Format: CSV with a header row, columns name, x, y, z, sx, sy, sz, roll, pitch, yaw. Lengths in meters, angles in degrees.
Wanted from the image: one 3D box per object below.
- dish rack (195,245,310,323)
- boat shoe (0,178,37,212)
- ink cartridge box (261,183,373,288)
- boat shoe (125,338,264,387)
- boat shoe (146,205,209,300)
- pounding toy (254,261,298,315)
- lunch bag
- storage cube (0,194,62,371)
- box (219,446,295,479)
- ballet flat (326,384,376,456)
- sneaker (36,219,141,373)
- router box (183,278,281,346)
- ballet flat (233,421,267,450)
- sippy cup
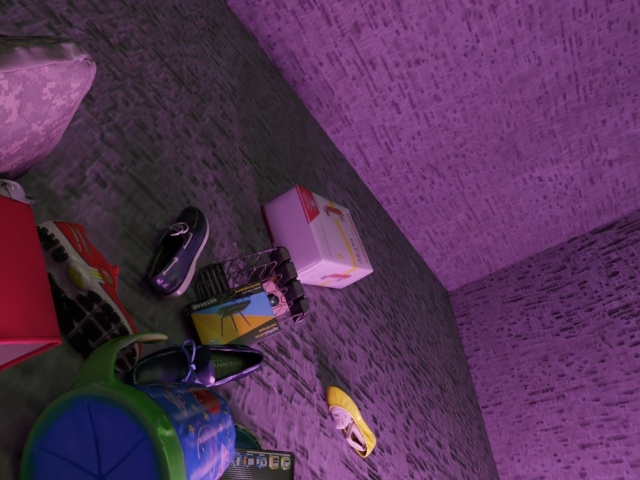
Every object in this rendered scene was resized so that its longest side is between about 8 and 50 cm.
name,x,y,z,sx,sy,sz,roll,pitch,yaw
dish rack,-0.165,0.130,1.073,0.271,0.074,0.209,-15,75,-34
boat shoe,-0.458,-0.057,0.633,0.066,0.063,0.184,20,-10,-9
ink cartridge box,0.000,0.000,1.519,0.384,0.160,0.280,17,49,-59
boat shoe,-0.224,0.226,0.817,0.258,0.089,0.109,-5,72,-44
boat shoe,-0.314,0.008,0.952,0.255,0.095,0.079,-82,150,-41
pounding toy,-0.108,0.139,1.214,0.130,0.100,0.141,51,25,-22
lunch bag,-0.470,-0.177,0.585,0.169,0.286,0.235,55,25,-16
storage cube,-0.439,0.055,0.468,0.215,0.183,0.193,43,23,-74
box,-0.135,0.459,0.750,0.190,0.045,0.184,20,49,-26
ballet flat,0.082,0.514,1.229,0.231,0.077,0.077,58,40,-14
sneaker,-0.372,0.085,0.734,0.279,0.107,0.118,62,14,-5
router box,-0.191,0.176,0.964,0.178,0.046,0.133,-18,79,-34
ballet flat,-0.127,0.455,0.869,0.241,0.091,0.077,62,-8,-10
sippy cup,-0.242,0.305,0.623,0.239,0.306,0.224,25,1,20
